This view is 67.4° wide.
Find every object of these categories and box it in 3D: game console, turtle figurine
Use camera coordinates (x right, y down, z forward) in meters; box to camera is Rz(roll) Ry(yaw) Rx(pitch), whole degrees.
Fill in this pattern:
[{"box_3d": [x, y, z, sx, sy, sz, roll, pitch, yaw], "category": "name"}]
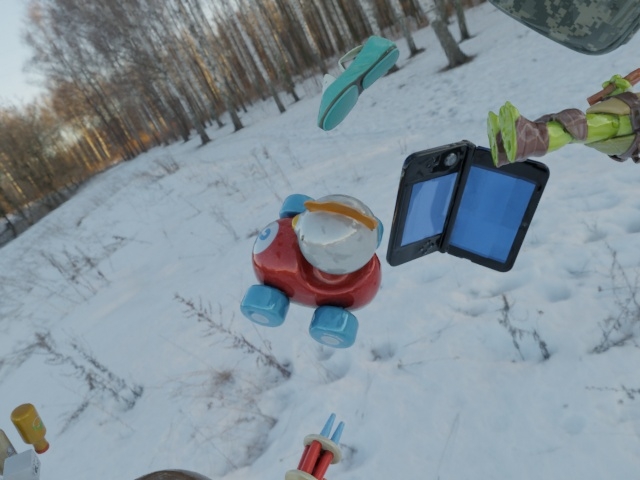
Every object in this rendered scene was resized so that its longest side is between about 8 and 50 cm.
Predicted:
[{"box_3d": [0.303, -0.046, 1.034, 0.250, 0.293, 0.173, -18, 42, -26], "category": "game console"}, {"box_3d": [0.286, -0.119, 0.477, 0.217, 0.087, 0.269, -9, 19, 10], "category": "turtle figurine"}]

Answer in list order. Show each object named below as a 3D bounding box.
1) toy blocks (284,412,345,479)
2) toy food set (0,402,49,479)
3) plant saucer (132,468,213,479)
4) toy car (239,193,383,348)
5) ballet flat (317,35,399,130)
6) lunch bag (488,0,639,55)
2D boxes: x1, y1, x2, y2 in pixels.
[{"box_3d": [-0.009, 0.302, 0.592, 0.054, 0.123, 0.148, 15, 38, 20], "category": "toy blocks"}, {"box_3d": [-0.506, 0.391, 0.777, 0.111, 0.104, 0.232, -18, 32, -19], "category": "toy food set"}, {"box_3d": [-0.137, 0.299, 0.441, 0.029, 0.168, 0.168, -45, 3, 43], "category": "plant saucer"}, {"box_3d": [0.000, 0.000, 0.695, 0.210, 0.238, 0.219, 17, 59, 5], "category": "toy car"}, {"box_3d": [0.058, -0.333, 1.002, 0.247, 0.087, 0.083, -48, -19, -9], "category": "ballet flat"}, {"box_3d": [0.354, -0.406, 0.534, 0.256, 0.212, 0.305, -46, -16, -23], "category": "lunch bag"}]
